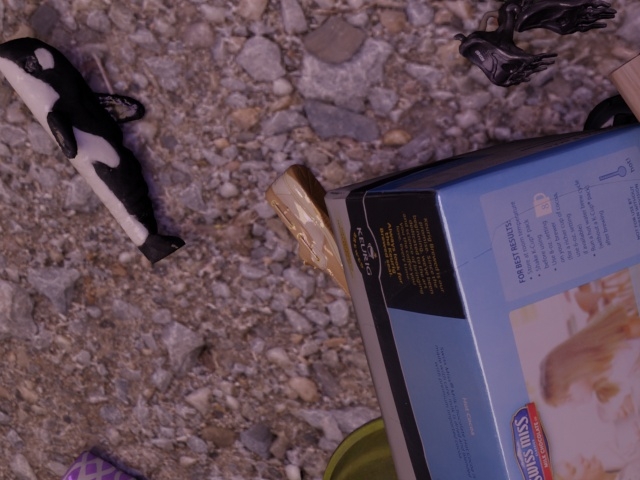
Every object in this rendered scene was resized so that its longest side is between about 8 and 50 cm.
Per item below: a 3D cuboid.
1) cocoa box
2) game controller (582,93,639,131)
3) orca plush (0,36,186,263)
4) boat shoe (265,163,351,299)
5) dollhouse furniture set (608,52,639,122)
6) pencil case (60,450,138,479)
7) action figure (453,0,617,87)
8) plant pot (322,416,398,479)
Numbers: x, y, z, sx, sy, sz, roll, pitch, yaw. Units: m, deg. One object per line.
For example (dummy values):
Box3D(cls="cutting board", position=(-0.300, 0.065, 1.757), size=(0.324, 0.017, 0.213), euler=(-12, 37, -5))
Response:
Box3D(cls="cocoa box", position=(0.183, 0.091, 0.825), size=(0.231, 0.228, 0.347), euler=(-18, 98, -21))
Box3D(cls="game controller", position=(0.346, 0.011, 0.914), size=(0.166, 0.067, 0.319), euler=(-4, 107, 3))
Box3D(cls="orca plush", position=(-0.231, -0.114, 1.019), size=(0.102, 0.151, 0.287), euler=(-37, 92, -7))
Box3D(cls="boat shoe", position=(0.000, 0.000, 1.009), size=(0.059, 0.063, 0.170), euler=(-33, 86, 26))
Box3D(cls="dollhouse furniture set", position=(0.430, -0.175, 0.642), size=(0.394, 0.256, 0.362), euler=(-34, 91, 28))
Box3D(cls="pencil case", position=(-0.248, 0.358, 1.193), size=(0.206, 0.086, 0.088), euler=(35, 141, 5))
Box3D(cls="action figure", position=(0.158, -0.275, 0.826), size=(0.164, 0.141, 0.276), euler=(-48, 49, 50))
Box3D(cls="plant pot", position=(0.099, 0.366, 0.993), size=(0.276, 0.254, 0.276), euler=(5, 109, 15))
